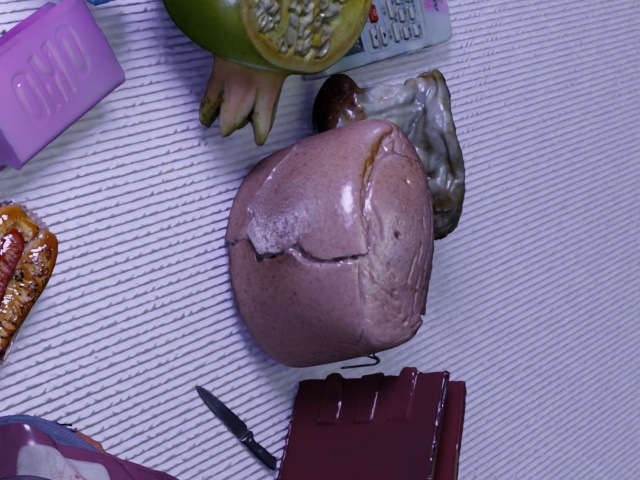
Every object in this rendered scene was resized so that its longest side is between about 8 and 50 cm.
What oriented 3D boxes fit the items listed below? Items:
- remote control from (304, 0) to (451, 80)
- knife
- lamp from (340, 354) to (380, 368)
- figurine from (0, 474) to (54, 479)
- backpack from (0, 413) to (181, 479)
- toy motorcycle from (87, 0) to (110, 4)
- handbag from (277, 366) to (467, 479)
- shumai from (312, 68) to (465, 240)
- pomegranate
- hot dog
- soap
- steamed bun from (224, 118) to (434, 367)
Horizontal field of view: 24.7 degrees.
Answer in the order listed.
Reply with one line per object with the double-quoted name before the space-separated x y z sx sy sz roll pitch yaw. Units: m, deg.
"remote control" 0.076 -0.332 2.128 0.344 0.050 0.145 -24 102 -49
"knife" -0.104 0.235 1.837 0.170 0.010 0.023 50 49 -30
"lamp" 0.041 0.115 1.999 0.041 0.054 0.121 -34 109 -47
"figurine" -0.347 0.303 1.234 0.206 0.364 0.218 -82 168 -59
"backpack" -0.244 0.339 1.508 0.317 0.197 0.283 26 63 -49
"toy motorcycle" -0.262 -0.370 1.630 0.123 0.182 0.272 -39 84 -9
"handbag" 0.056 0.297 1.825 0.084 0.260 0.276 32 58 -40
"shumai" 0.089 -0.115 2.055 0.222 0.203 0.272 -105 -175 -57
"pomegranate" -0.092 -0.309 1.816 0.309 0.216 0.359 -5 118 -58
"hot dog" -0.344 0.049 1.550 0.108 0.059 0.191 43 55 -32
"soap" -0.317 -0.175 1.616 0.203 0.065 0.122 -50 120 -42
"steamed bun" 0.000 0.000 1.843 0.199 0.251 0.301 8 73 -38
